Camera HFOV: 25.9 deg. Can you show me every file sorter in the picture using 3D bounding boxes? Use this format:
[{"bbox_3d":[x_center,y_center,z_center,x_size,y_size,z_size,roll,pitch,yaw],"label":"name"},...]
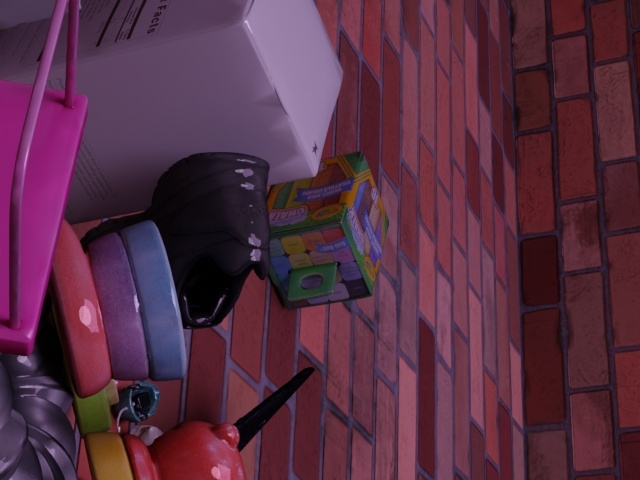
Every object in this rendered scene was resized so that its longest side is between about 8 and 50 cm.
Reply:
[{"bbox_3d":[-0.298,-0.083,0.836,0.182,0.290,0.202,108,-10,-54],"label":"file sorter"}]

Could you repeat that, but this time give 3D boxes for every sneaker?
[{"bbox_3d":[-0.140,0.030,1.265,0.109,0.286,0.130,4,63,-33],"label":"sneaker"}]

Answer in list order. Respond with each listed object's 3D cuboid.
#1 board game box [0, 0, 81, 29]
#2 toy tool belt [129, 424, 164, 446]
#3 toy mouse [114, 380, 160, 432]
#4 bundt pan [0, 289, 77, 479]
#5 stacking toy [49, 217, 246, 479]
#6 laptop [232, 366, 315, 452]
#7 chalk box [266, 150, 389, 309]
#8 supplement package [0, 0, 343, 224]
[{"bbox_3d":[-0.303,-0.338,1.213,0.144,0.142,0.275,36,48,-61],"label":"board game box"},{"bbox_3d":[-0.181,0.221,1.438,0.083,0.051,0.052,66,6,-63],"label":"toy tool belt"},{"bbox_3d":[-0.204,0.136,1.419,0.161,0.031,0.143,57,30,-46],"label":"toy mouse"},{"bbox_3d":[-0.262,0.103,1.006,0.331,0.124,0.331,-12,90,-89],"label":"bundt pan"},{"bbox_3d":[-0.158,0.092,1.209,0.279,0.130,0.309,-122,-157,-56],"label":"stacking toy"},{"bbox_3d":[-0.083,0.297,1.514,0.136,0.264,0.234,44,20,6],"label":"laptop"},{"bbox_3d":[0.000,0.000,1.869,0.213,0.132,0.132,-73,147,-52],"label":"chalk box"},{"bbox_3d":[-0.151,-0.151,1.313,0.175,0.293,0.177,-76,149,-48],"label":"supplement package"}]
